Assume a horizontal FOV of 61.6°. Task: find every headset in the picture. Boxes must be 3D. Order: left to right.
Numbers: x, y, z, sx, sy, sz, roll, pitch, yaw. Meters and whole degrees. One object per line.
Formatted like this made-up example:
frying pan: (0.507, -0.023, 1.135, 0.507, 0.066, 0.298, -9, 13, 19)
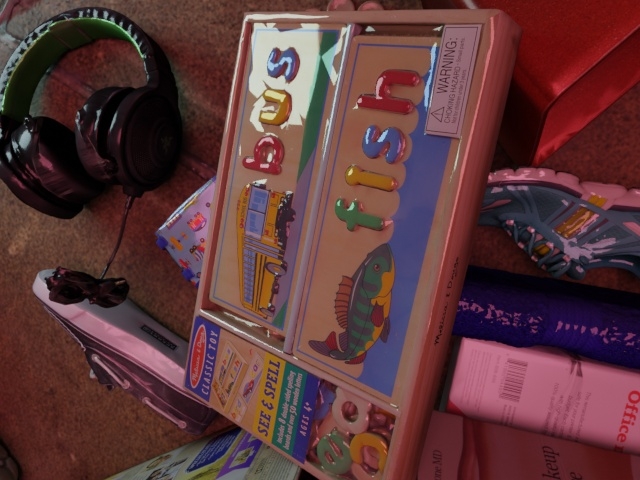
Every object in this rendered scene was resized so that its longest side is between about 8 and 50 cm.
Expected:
headset: (-0.297, -0.111, 0.658, 0.243, 0.185, 0.394, -17, 79, 11)

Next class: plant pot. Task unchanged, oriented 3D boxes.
plant pot: (0.234, -0.260, 0.532, 0.267, 0.267, 0.235, -42, 74, 10)

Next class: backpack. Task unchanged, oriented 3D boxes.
backpack: (-0.093, 0.014, 0.666, 0.158, 0.117, 0.173, -37, 90, 11)

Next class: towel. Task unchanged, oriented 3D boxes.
towel: (0.247, 0.085, 0.553, 0.308, 0.227, 0.076, 10, 95, 8)

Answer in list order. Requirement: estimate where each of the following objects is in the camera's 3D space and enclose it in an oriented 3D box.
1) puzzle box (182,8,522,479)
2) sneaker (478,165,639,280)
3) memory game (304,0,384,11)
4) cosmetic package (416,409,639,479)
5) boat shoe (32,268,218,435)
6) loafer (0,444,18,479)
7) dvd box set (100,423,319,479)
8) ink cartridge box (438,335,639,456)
puzzle box: (0.000, 0.000, 0.500, 0.272, 0.052, 0.408, 17, 101, 37)
sneaker: (0.264, -0.013, 0.594, 0.275, 0.107, 0.110, 11, 79, 10)
memory game: (0.031, -0.215, 0.681, 0.186, 0.012, 0.186, 1, 93, 11)
cosmetic package: (0.228, 0.284, 0.516, 0.296, 0.153, 0.129, 9, 114, 8)
boat shoe: (-0.262, 0.150, 0.714, 0.301, 0.108, 0.102, 32, 97, -1)
loafer: (-0.575, 0.267, 0.768, 0.111, 0.112, 0.319, -37, 87, 2)
dvd box set: (-0.179, 0.316, 0.603, 0.420, 0.307, 0.062, -26, 91, 10)
ink cartridge box: (0.256, 0.198, 0.627, 0.218, 0.092, 0.158, 12, 97, 10)
